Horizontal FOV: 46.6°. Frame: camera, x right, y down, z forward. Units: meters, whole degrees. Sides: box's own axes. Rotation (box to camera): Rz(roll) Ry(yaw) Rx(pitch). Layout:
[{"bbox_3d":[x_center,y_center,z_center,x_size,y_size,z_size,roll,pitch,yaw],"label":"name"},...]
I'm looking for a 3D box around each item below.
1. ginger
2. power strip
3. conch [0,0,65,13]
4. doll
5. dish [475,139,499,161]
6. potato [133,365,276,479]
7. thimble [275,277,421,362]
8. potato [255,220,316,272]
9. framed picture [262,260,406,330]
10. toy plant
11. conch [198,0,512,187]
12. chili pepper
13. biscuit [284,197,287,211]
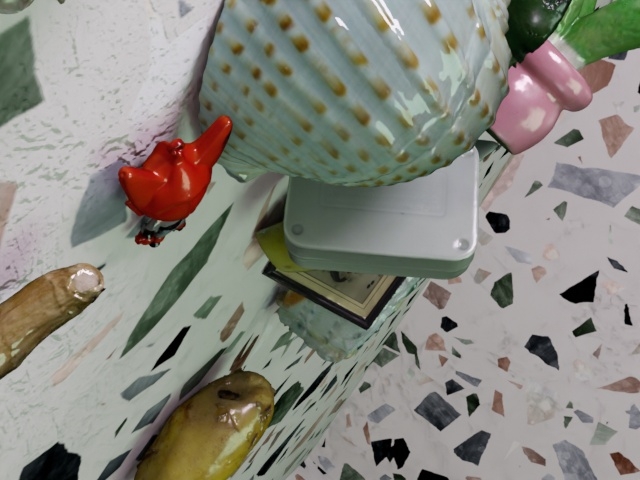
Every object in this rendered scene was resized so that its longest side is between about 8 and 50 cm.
[{"bbox_3d":[-0.298,0.130,0.543,0.334,0.081,0.148,-46,169,-20],"label":"ginger"},{"bbox_3d":[0.080,-0.098,0.910,0.141,0.229,0.261,86,10,-67],"label":"power strip"},{"bbox_3d":[-0.056,-0.218,0.317,0.291,0.159,0.210,-55,164,2],"label":"conch"},{"bbox_3d":[-0.135,-0.042,0.677,0.109,0.057,0.169,-33,162,-27],"label":"doll"},{"bbox_3d":[0.236,-0.141,1.460,0.182,0.080,0.243,-40,177,0],"label":"dish"},{"bbox_3d":[-0.196,0.336,1.220,0.300,0.140,0.173,-46,172,0],"label":"potato"},{"bbox_3d":[0.063,0.074,1.314,0.288,0.167,0.254,-44,168,-21],"label":"thimble"},{"bbox_3d":[0.000,0.000,1.032,0.149,0.081,0.120,-21,177,21],"label":"potato"},{"bbox_3d":[0.041,0.022,1.133,0.195,0.199,0.010,-56,-167,19],"label":"framed picture"},{"bbox_3d":[0.389,-0.339,1.293,0.210,0.317,0.356,25,114,-39],"label":"toy plant"},{"bbox_3d":[0.052,-0.159,0.702,0.319,0.215,0.303,-53,155,-2],"label":"conch"},{"bbox_3d":[0.267,-0.331,1.089,0.264,0.116,0.148,151,-40,-72],"label":"chili pepper"},{"bbox_3d":[-0.017,-0.067,1.048,0.084,0.023,0.084,-47,164,-18],"label":"biscuit"}]
